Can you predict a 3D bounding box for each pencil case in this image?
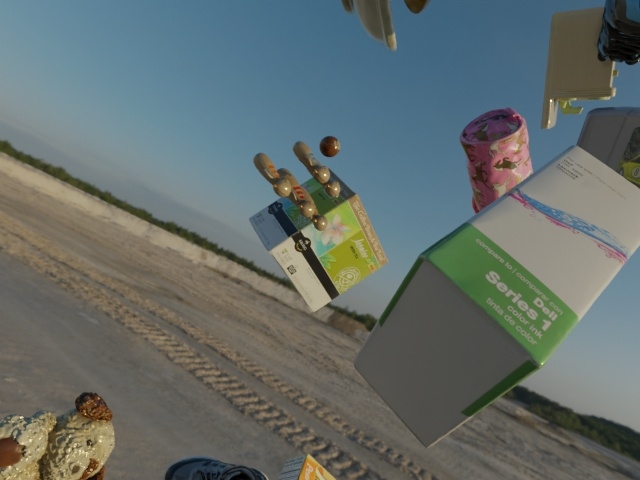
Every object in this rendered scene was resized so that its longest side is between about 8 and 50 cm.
[{"bbox_3d":[0.514,-0.172,1.274,0.160,0.167,0.386,18,-32,48],"label":"pencil case"}]

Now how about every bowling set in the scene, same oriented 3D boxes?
[{"bbox_3d":[-0.013,-0.158,1.123,0.154,0.200,0.287,53,10,23],"label":"bowling set"}]

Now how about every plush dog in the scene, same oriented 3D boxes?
[{"bbox_3d":[-0.497,0.392,0.834,0.225,0.262,0.211,3,12,-39],"label":"plush dog"}]

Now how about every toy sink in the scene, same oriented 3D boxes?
[{"bbox_3d":[0.567,-0.363,0.983,0.131,0.234,0.153,9,20,31],"label":"toy sink"}]

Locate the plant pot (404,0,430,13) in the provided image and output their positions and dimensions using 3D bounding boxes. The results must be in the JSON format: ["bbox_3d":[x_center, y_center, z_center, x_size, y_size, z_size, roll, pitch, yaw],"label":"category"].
[{"bbox_3d":[0.198,-0.598,0.938,0.032,0.236,0.236,-14,-8,-2],"label":"plant pot"}]

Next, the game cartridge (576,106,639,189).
[{"bbox_3d":[0.555,-0.101,0.726,0.294,0.060,0.196,32,-45,36],"label":"game cartridge"}]

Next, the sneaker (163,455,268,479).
[{"bbox_3d":[-0.255,0.589,1.119,0.269,0.101,0.153,10,-28,-4],"label":"sneaker"}]

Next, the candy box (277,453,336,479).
[{"bbox_3d":[-0.044,0.644,0.950,0.088,0.316,0.183,-34,-75,34],"label":"candy box"}]

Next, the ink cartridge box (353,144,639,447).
[{"bbox_3d":[0.188,0.050,0.465,0.117,0.278,0.201,45,-36,22],"label":"ink cartridge box"}]

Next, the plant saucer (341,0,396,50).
[{"bbox_3d":[0.080,-0.592,0.938,0.101,0.400,0.400,-7,-16,13],"label":"plant saucer"}]

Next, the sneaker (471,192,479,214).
[{"bbox_3d":[0.545,-0.111,1.503,0.116,0.136,0.314,13,-27,35],"label":"sneaker"}]

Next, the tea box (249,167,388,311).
[{"bbox_3d":[0.000,0.000,1.521,0.220,0.324,0.329,51,-6,50],"label":"tea box"}]

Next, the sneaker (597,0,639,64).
[{"bbox_3d":[0.496,-0.329,0.695,0.125,0.341,0.139,32,-49,23],"label":"sneaker"}]
